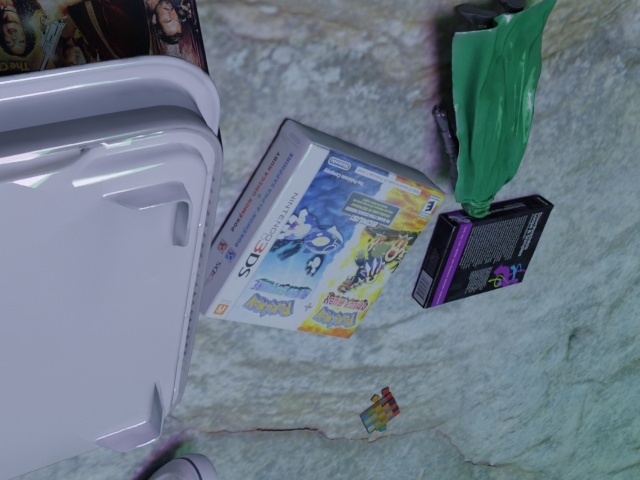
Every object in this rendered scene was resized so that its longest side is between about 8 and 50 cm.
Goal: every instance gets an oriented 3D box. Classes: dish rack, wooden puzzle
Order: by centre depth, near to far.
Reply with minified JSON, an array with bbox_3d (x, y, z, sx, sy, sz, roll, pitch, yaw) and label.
[{"bbox_3d":[-0.188,0.058,0.535,0.285,0.072,0.333,-15,143,-27],"label":"dish rack"},{"bbox_3d":[0.075,0.218,1.153,0.049,0.006,0.083,-37,141,-10],"label":"wooden puzzle"}]

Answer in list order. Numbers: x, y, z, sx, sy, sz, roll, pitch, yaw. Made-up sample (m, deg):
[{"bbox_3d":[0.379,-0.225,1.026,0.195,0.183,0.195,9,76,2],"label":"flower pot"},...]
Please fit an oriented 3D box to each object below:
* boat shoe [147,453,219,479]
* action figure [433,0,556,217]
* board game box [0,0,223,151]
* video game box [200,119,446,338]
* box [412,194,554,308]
[{"bbox_3d":[-0.207,0.322,0.936,0.267,0.096,0.088,-47,147,16],"label":"boat shoe"},{"bbox_3d":[0.159,-0.117,0.886,0.137,0.063,0.232,-23,133,-27],"label":"action figure"},{"bbox_3d":[-0.180,-0.116,0.522,0.243,0.165,0.042,-5,170,-39],"label":"board game box"},{"bbox_3d":[0.000,0.000,0.864,0.205,0.048,0.187,14,116,-47],"label":"video game box"},{"bbox_3d":[0.187,0.012,1.052,0.162,0.029,0.116,-10,131,-34],"label":"box"}]
